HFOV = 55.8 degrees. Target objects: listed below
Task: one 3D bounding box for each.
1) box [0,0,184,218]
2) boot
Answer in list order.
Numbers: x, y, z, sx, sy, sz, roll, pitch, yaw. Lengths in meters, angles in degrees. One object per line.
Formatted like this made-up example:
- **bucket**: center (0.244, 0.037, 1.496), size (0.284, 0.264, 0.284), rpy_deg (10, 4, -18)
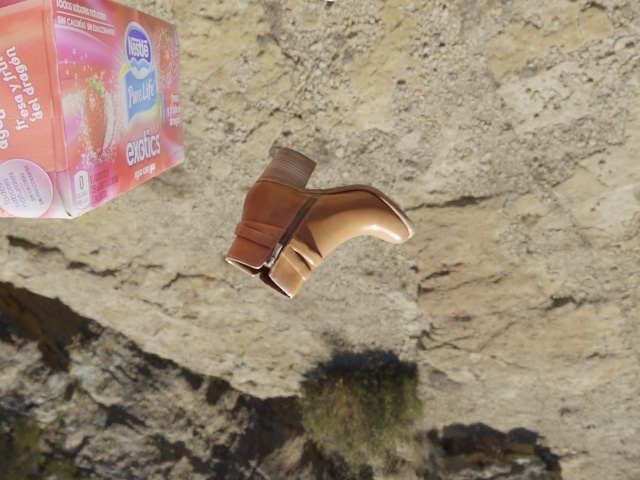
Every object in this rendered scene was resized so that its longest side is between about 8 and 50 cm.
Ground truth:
- **box**: center (-0.220, -0.116, 0.491), size (0.154, 0.300, 0.142), rpy_deg (0, 104, 1)
- **boot**: center (0.000, 0.000, 0.697), size (0.197, 0.152, 0.073), rpy_deg (26, 159, -4)
